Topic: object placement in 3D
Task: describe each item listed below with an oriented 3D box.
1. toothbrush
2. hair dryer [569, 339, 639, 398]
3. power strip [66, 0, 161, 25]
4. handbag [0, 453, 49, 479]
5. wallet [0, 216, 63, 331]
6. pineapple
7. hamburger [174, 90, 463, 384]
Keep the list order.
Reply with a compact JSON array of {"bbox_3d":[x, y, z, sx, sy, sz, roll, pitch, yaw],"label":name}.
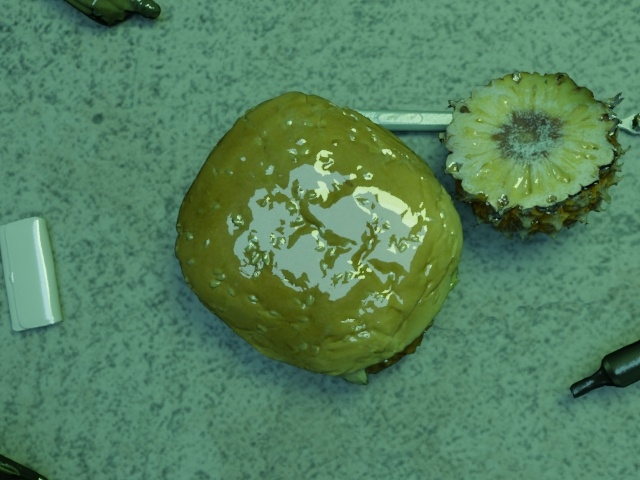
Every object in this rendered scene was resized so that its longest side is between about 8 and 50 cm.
[{"bbox_3d":[0.198,-0.125,0.875,0.342,0.030,0.025,2,84,6],"label":"toothbrush"},{"bbox_3d":[0.340,0.069,0.791,0.248,0.078,0.196,-31,86,14],"label":"hair dryer"},{"bbox_3d":[-0.337,-0.359,0.933,0.387,0.066,0.092,35,93,7],"label":"power strip"},{"bbox_3d":[-0.464,0.249,0.779,0.327,0.325,0.162,27,88,7],"label":"handbag"},{"bbox_3d":[-0.328,0.038,0.928,0.061,0.025,0.122,-11,86,12],"label":"wallet"},{"bbox_3d":[0.213,-0.067,0.824,0.176,0.137,0.161,-7,63,13],"label":"pineapple"},{"bbox_3d":[0.000,-0.001,0.837,0.283,0.144,0.259,30,87,2],"label":"hamburger"}]
